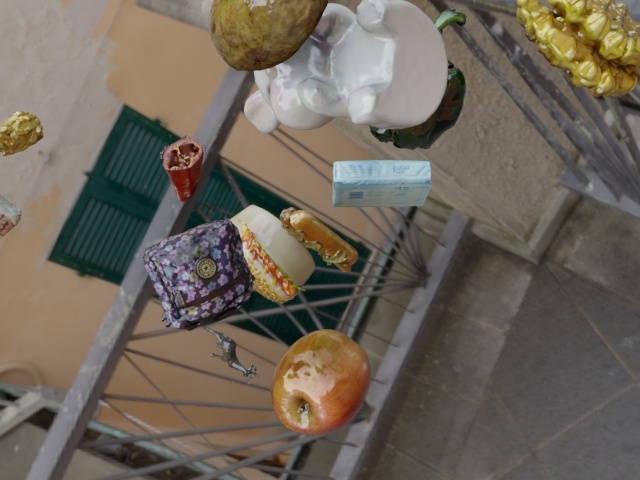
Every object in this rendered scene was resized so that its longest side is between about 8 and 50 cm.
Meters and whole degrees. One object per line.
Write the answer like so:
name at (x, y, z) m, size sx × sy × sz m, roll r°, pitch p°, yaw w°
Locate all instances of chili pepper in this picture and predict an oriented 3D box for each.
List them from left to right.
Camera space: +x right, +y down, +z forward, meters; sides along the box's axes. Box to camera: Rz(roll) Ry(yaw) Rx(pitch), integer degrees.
chili pepper at (-0.272, -0.125, 1.391) m, size 0.088 × 0.169 × 0.065 m, roll -33°, pitch 71°, yaw -23°
chili pepper at (0.180, -0.295, 1.272) m, size 0.165 × 0.173 × 0.261 m, roll 30°, pitch 118°, yaw 41°

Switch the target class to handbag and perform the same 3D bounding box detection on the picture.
handbag at (-0.256, 0.077, 1.506) m, size 0.228 × 0.208 × 0.127 m, roll -25°, pitch 15°, yaw -21°

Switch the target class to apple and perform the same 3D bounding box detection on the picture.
apple at (0.003, 0.348, 1.723) m, size 0.242 × 0.241 × 0.242 m, roll 12°, pitch 118°, yaw 23°

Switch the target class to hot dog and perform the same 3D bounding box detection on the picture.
hot dog at (0.000, 0.000, 1.757) m, size 0.072 × 0.269 × 0.109 m, roll -57°, pitch 32°, yaw -9°

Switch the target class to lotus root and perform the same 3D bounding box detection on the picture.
lotus root at (-0.076, -0.308, 0.944) m, size 0.260 × 0.128 × 0.145 m, roll -12°, pitch 40°, yaw 58°

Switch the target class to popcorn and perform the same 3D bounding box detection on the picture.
popcorn at (-0.488, -0.172, 1.119) m, size 0.082 × 0.057 × 0.083 m, roll -40°, pitch 29°, yaw -17°

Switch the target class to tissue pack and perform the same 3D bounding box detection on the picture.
tissue pack at (0.163, -0.156, 1.913) m, size 0.263 × 0.177 × 0.089 m, roll -2°, pitch 73°, yaw -1°

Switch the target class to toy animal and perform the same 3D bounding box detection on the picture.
toy animal at (0.014, -0.267, 1.120) m, size 0.367 × 0.241 × 0.196 m, roll 6°, pitch 91°, yaw 32°

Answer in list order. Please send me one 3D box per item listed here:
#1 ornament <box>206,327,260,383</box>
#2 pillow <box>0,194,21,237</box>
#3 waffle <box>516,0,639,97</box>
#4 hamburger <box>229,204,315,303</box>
ornament at (-0.152, 0.205, 1.235) m, size 0.125 × 0.073 × 0.028 m, roll 30°, pitch 47°, yaw 34°
pillow at (-0.565, -0.078, 1.033) m, size 0.128 × 0.229 × 0.051 m, roll -42°, pitch 8°, yaw -1°
waffle at (0.548, -0.412, 1.410) m, size 0.151 × 0.324 × 0.261 m, roll -46°, pitch 71°, yaw 38°
hamburger at (-0.150, 0.040, 1.874) m, size 0.179 × 0.276 × 0.294 m, roll -44°, pitch 15°, yaw -7°
